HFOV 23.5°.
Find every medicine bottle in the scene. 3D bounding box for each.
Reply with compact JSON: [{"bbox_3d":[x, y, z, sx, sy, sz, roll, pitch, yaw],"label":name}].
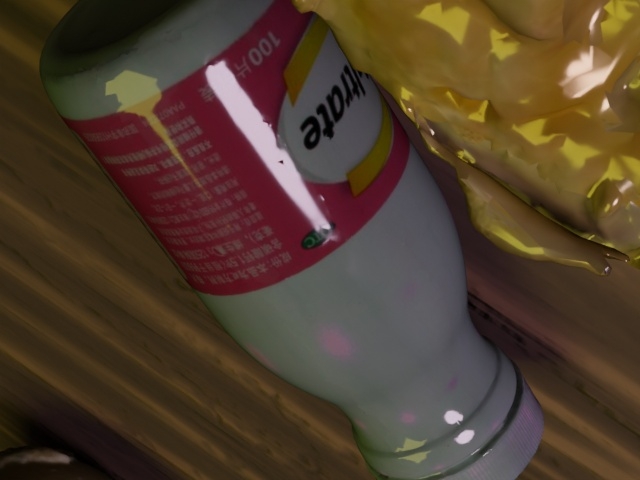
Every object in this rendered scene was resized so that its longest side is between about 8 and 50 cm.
[{"bbox_3d":[0.000,0.000,0.527,0.090,0.090,0.217,-1,133,47],"label":"medicine bottle"}]

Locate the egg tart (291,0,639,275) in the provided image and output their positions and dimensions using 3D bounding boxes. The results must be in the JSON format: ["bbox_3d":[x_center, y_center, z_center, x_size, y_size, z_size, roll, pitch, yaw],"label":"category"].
[{"bbox_3d":[0.090,-0.080,0.303,0.315,0.120,0.315,26,148,18],"label":"egg tart"}]

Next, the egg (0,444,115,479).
[{"bbox_3d":[-0.171,0.206,0.914,0.164,0.164,0.201,33,153,8],"label":"egg"}]
